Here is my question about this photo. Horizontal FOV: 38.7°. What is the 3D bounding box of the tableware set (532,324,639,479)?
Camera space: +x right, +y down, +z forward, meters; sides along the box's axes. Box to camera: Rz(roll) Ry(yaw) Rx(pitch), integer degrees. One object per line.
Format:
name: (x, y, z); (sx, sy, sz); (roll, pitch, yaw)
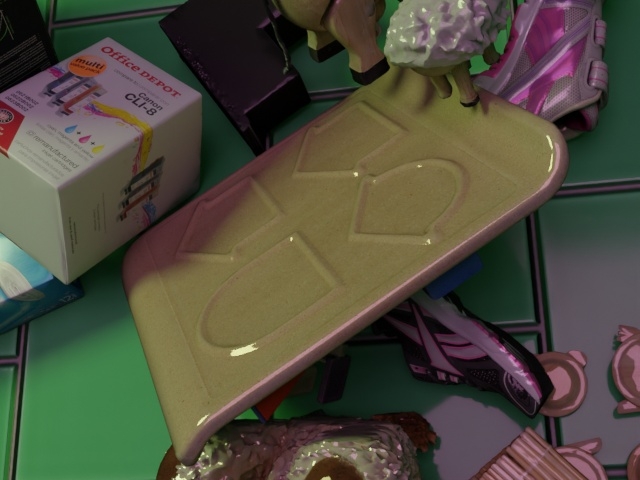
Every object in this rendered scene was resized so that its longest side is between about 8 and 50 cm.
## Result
tableware set: (0.239, 0.154, 0.751); (0.141, 0.020, 0.169); (-6, 76, 16)

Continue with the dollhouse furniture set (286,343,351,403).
dollhouse furniture set: (-0.033, 0.087, 0.783); (0.081, 0.114, 0.091); (17, 97, 30)

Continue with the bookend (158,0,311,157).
bookend: (-0.049, -0.193, 0.904); (0.157, 0.072, 0.156); (-37, 69, -2)

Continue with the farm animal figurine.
farm animal figurine: (0.063, -0.283, 0.776); (0.330, 0.172, 0.327); (19, 58, 40)

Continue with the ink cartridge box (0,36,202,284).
ink cartridge box: (-0.212, -0.078, 0.837); (0.128, 0.127, 0.176); (33, 50, 19)

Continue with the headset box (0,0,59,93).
headset box: (-0.367, -0.204, 0.874); (0.131, 0.283, 0.246); (-38, 69, -19)

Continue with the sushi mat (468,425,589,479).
sushi mat: (0.227, 0.302, 0.699); (0.316, 0.019, 0.151); (41, 93, 21)

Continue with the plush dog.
plush dog: (0.013, 0.254, 0.704); (0.262, 0.210, 0.225); (-6, 83, 45)

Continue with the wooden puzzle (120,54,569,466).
wooden puzzle: (0.000, 0.000, 0.756); (0.348, 0.080, 0.322); (-38, 29, -1)

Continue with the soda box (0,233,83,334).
soda box: (-0.345, 0.059, 0.887); (0.210, 0.067, 0.071); (-25, 68, 4)

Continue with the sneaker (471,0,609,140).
sneaker: (0.215, -0.151, 0.825); (0.111, 0.103, 0.252); (33, 89, 18)

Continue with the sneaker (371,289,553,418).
sneaker: (0.116, 0.097, 0.779); (0.178, 0.072, 0.077); (41, 103, 36)
